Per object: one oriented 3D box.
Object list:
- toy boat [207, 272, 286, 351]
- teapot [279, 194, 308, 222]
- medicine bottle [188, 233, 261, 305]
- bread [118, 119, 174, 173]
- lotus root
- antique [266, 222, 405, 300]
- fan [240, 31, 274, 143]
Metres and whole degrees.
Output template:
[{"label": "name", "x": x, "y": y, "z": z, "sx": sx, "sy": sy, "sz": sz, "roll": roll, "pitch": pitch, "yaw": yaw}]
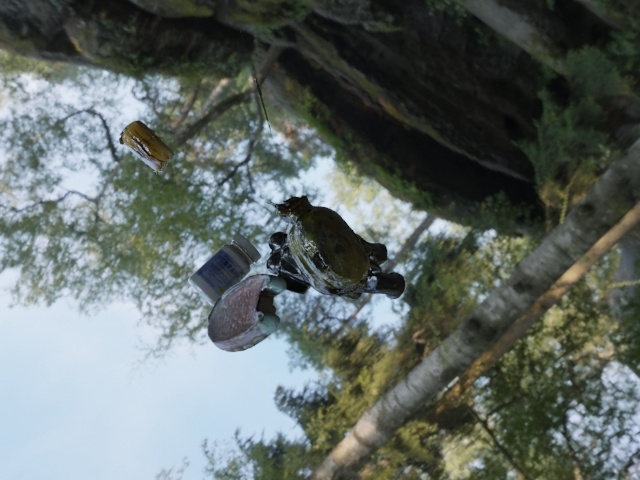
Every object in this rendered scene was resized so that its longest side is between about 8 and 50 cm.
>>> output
[{"label": "toy boat", "x": -0.143, "y": 0.158, "z": 1.421, "sx": 0.085, "sy": 0.227, "sz": 0.155, "roll": 29, "pitch": -128, "yaw": -33}, {"label": "teapot", "x": -0.077, "y": -0.099, "z": 2.087, "sx": 0.043, "sy": 0.043, "sz": 0.110, "roll": 40, "pitch": -127, "yaw": 5}, {"label": "medicine bottle", "x": -0.255, "y": 0.077, "z": 1.851, "sx": 0.103, "sy": 0.187, "sz": 0.103, "roll": 43, "pitch": 166, "yaw": 13}, {"label": "bread", "x": -0.343, "y": -0.184, "z": 1.355, "sx": 0.106, "sy": 0.072, "sz": 0.053, "roll": 42, "pitch": -132, "yaw": -6}, {"label": "lotus root", "x": 0.002, "y": -0.001, "z": 1.519, "sx": 0.278, "sy": 0.154, "sz": 0.154, "roll": 51, "pitch": -149, "yaw": 6}, {"label": "antique", "x": 0.025, "y": 0.053, "z": 1.747, "sx": 0.255, "sy": 0.322, "sz": 0.185, "roll": 13, "pitch": -100, "yaw": -43}, {"label": "fan", "x": -0.165, "y": -0.407, "z": 1.827, "sx": 0.191, "sy": 0.009, "sz": 0.329, "roll": -125, "pitch": 19, "yaw": -88}]
